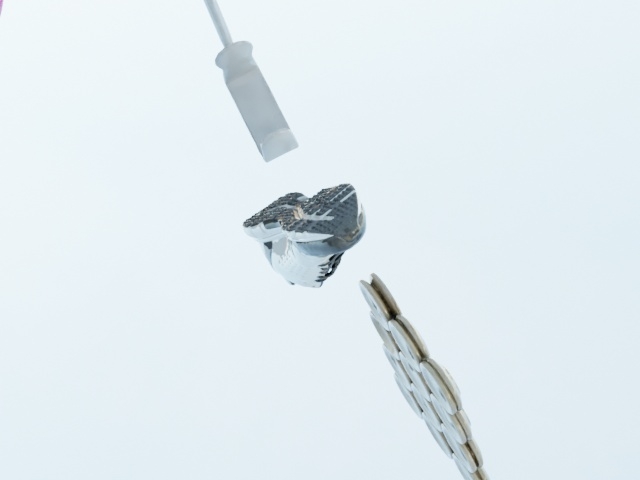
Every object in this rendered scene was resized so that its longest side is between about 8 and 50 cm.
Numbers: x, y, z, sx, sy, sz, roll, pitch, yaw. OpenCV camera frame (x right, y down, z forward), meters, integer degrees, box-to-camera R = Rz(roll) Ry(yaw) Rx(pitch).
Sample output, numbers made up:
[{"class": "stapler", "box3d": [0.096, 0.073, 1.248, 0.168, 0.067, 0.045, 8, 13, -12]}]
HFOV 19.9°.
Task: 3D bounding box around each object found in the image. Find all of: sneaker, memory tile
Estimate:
[{"class": "sneaker", "box3d": [0.000, 0.000, 0.872, 0.040, 0.044, 0.109, -34, -169, -16]}, {"class": "memory tile", "box3d": [0.067, 0.092, 1.142, 0.012, 0.148, 0.113, -32, -127, -7]}]

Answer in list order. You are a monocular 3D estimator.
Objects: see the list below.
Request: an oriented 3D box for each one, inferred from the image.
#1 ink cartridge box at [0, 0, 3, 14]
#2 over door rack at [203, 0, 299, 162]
[{"class": "ink cartridge box", "box3d": [-0.292, -0.004, 1.031, 0.176, 0.371, 0.069, -28, -113, -36]}, {"class": "over door rack", "box3d": [-0.170, -0.116, 0.867, 0.239, 0.324, 0.108, -25, -124, -1]}]
